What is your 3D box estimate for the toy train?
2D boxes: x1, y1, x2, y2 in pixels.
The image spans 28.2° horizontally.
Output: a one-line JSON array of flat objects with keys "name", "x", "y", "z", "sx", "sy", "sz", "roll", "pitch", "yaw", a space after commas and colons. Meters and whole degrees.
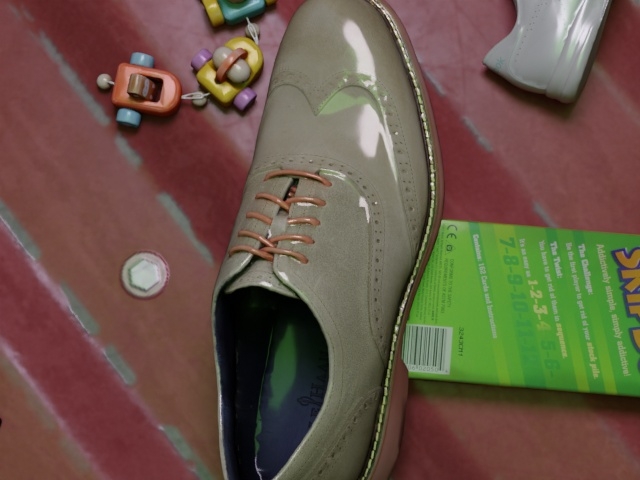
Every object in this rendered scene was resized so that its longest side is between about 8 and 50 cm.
[{"name": "toy train", "x": -0.101, "y": -0.163, "z": 0.992, "sx": 0.125, "sy": 0.046, "sz": 0.166, "roll": 16, "pitch": 83, "yaw": 1}]

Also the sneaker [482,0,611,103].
[{"name": "sneaker", "x": 0.191, "y": -0.219, "z": 0.994, "sx": 0.094, "sy": 0.080, "sz": 0.212, "roll": 20, "pitch": 84, "yaw": 13}]

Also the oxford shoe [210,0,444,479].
[{"name": "oxford shoe", "x": 0.000, "y": 0.000, "z": 0.906, "sx": 0.140, "sy": 0.146, "sz": 0.397, "roll": -3, "pitch": 81, "yaw": 24}]

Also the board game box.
[{"name": "board game box", "x": 0.176, "y": 0.053, "z": 0.974, "sx": 0.259, "sy": 0.039, "sz": 0.124, "roll": 4, "pitch": 83, "yaw": 3}]
